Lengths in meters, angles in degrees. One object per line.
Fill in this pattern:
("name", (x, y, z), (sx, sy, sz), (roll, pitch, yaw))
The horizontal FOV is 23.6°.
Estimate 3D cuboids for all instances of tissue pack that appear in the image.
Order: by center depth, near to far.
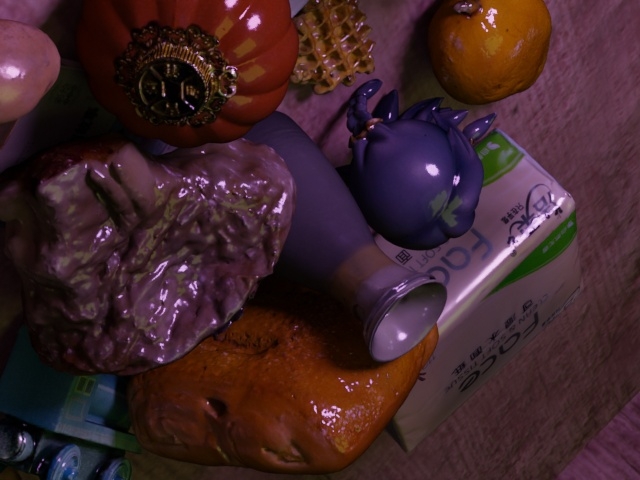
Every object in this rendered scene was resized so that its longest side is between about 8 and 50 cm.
("tissue pack", (0.193, 0.085, 2.297), (0.405, 0.205, 0.331), (-41, 155, -10))

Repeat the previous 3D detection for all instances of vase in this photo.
("vase", (0.000, 0.000, 1.810), (0.173, 0.321, 0.173), (-34, 149, -24))

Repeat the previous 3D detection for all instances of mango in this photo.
("mango", (0.230, -0.258, 2.018), (0.176, 0.119, 0.317), (-62, 154, 8))

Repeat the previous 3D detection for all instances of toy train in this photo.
("toy train", (-0.299, 0.218, 1.865), (0.298, 0.120, 0.194), (43, 65, -70))

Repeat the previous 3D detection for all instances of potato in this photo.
("potato", (-0.309, -0.157, 1.430), (0.147, 0.112, 0.112), (-25, 144, -47))

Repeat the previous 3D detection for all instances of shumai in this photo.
("shumai", (-0.220, -0.025, 1.640), (0.346, 0.217, 0.283), (-40, 124, 8))

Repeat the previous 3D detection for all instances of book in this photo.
("book", (-0.250, -0.095, 1.666), (0.283, 0.025, 0.215), (1, 127, -56))

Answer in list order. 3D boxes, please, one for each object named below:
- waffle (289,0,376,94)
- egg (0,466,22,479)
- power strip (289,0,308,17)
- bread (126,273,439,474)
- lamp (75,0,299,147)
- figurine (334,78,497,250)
("waffle", (0.019, -0.253, 1.813), (0.161, 0.046, 0.192), (-20, 141, -37))
("egg", (-0.404, 0.314, 1.911), (0.071, 0.071, 0.083), (-13, 119, -46))
("power strip", (-0.090, -0.337, 1.546), (0.091, 0.062, 0.385), (-47, 151, -2))
("bread", (-0.043, 0.139, 1.886), (0.337, 0.328, 0.148), (-46, 128, -42))
("lamp", (-0.132, -0.197, 1.517), (0.196, 0.223, 0.223), (-82, -170, -55))
("figurine", (0.111, -0.097, 1.952), (0.197, 0.265, 0.175), (6, 111, -24))
